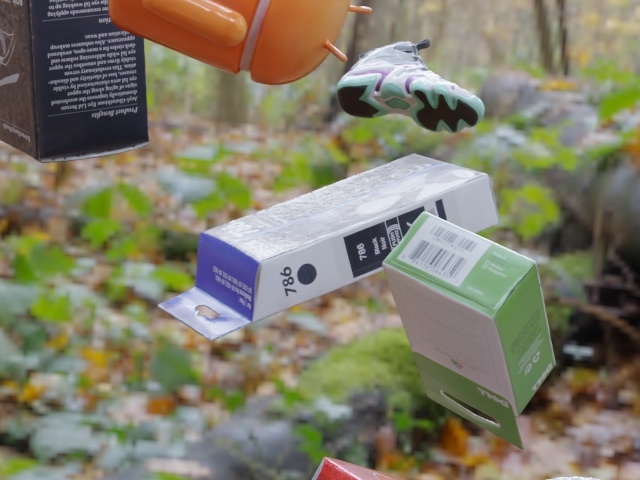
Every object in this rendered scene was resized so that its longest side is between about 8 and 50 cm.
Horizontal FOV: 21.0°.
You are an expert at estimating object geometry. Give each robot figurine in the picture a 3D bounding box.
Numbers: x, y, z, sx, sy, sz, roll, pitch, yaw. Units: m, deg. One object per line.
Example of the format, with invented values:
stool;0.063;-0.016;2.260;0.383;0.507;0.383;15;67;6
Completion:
robot figurine;-0.071;-0.195;1.285;0.219;0.128;0.158;22;-8;2

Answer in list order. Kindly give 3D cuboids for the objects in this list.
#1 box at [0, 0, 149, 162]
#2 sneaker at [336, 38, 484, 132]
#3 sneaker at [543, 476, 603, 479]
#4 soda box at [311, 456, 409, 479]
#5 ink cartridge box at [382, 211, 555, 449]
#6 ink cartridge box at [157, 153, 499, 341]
box;-0.232;-0.186;1.503;0.108;0.207;0.153;-12;21;-30
sneaker;0.065;-0.106;1.111;0.098;0.038;0.069;13;46;16
sneaker;0.194;0.276;1.137;0.101;0.268;0.153;-19;44;11
soda box;0.075;0.268;1.566;0.092;0.083;0.263;29;2;30
ink cartridge box;0.128;0.076;1.413;0.109;0.062;0.209;26;-26;30
ink cartridge box;0.000;0.000;1.762;0.332;0.065;0.165;-23;20;-20
